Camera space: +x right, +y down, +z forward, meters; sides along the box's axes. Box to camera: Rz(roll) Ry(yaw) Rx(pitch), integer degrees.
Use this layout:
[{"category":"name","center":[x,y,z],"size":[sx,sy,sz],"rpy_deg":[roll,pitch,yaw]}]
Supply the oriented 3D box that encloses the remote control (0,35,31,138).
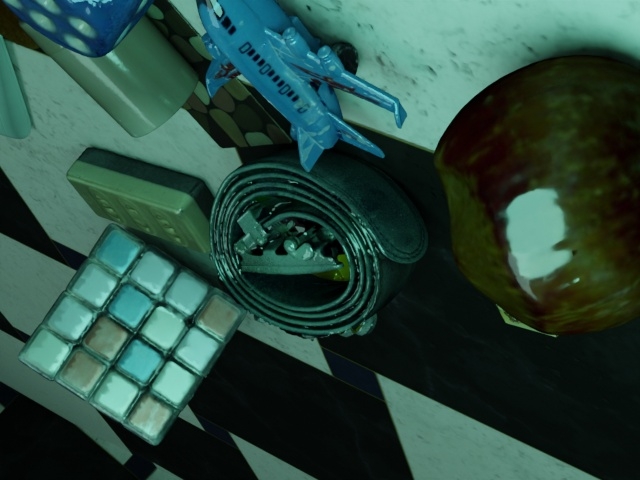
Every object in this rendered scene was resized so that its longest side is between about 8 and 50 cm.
[{"category":"remote control","center":[-0.484,-0.236,1.701],"size":[0.103,0.051,0.293],"rpy_deg":[32,156,9]}]

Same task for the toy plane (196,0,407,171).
[{"category":"toy plane","center":[-0.038,-0.173,1.133],"size":[0.254,0.105,0.271],"rpy_deg":[15,149,38]}]

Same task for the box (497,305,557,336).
[{"category":"box","center":[0.219,0.055,1.333],"size":[0.073,0.020,0.149],"rpy_deg":[12,148,43]}]

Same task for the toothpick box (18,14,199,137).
[{"category":"toothpick box","center":[-0.232,-0.213,1.308],"size":[0.181,0.111,0.111],"rpy_deg":[47,155,-27]}]

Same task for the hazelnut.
[{"category":"hazelnut","center":[0.209,-0.028,0.950],"size":[0.218,0.218,0.234],"rpy_deg":[11,147,45]}]

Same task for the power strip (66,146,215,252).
[{"category":"power strip","center":[-0.255,-0.060,1.704],"size":[0.256,0.070,0.105],"rpy_deg":[19,152,37]}]

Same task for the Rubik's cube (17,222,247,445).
[{"category":"Rubik's cube","center":[-0.291,0.150,1.869],"size":[0.253,0.259,0.256],"rpy_deg":[36,171,-2]}]

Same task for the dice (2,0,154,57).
[{"category":"dice","center":[-0.229,-0.275,1.155],"size":[0.143,0.146,0.146],"rpy_deg":[36,162,-7]}]

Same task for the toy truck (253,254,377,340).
[{"category":"toy truck","center":[0.004,0.060,1.527],"size":[0.098,0.114,0.227],"rpy_deg":[21,164,-24]}]

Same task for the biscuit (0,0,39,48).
[{"category":"biscuit","center":[-0.402,-0.345,1.373],"size":[0.257,0.049,0.273],"rpy_deg":[30,153,18]}]

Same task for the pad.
[{"category":"pad","center":[-0.148,-0.191,1.382],"size":[0.158,0.003,0.235],"rpy_deg":[2,140,53]}]

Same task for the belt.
[{"category":"belt","center":[0.000,0.000,1.339],"size":[0.267,0.116,0.207],"rpy_deg":[11,115,33]}]
